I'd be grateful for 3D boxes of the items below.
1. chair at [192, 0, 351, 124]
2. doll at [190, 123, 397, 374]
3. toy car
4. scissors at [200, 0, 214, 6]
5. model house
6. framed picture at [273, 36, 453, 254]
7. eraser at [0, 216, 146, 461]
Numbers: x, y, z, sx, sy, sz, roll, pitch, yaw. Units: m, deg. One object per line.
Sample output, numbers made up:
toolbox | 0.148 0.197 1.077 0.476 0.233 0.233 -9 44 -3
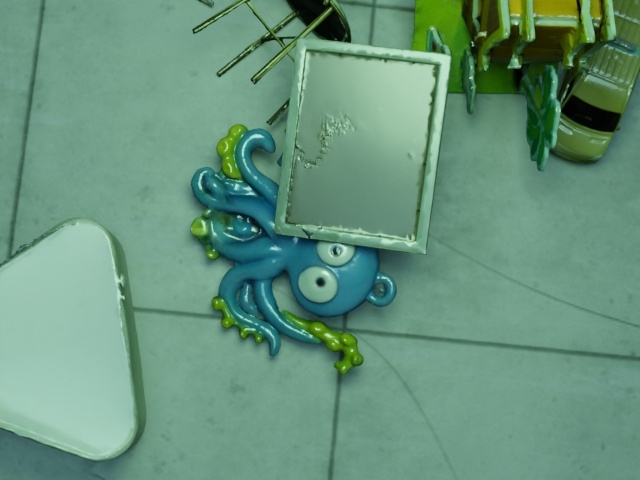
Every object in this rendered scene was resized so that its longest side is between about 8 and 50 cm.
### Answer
chair | -0.011 -0.342 1.505 0.325 0.170 0.160 -45 68 -9
doll | -0.036 -0.009 1.480 0.341 0.099 0.346 28 92 3
toy car | 0.419 -0.246 1.541 0.101 0.124 0.257 22 81 1
scissors | -0.273 -0.456 1.580 0.300 0.022 0.109 41 86 1
model house | 0.252 -0.274 1.390 0.242 0.313 0.358 3 125 -2
framed picture | 0.056 -0.129 1.411 0.216 0.016 0.273 9 95 7
eraser | -0.408 0.149 1.436 0.331 0.150 0.331 1 83 -6
